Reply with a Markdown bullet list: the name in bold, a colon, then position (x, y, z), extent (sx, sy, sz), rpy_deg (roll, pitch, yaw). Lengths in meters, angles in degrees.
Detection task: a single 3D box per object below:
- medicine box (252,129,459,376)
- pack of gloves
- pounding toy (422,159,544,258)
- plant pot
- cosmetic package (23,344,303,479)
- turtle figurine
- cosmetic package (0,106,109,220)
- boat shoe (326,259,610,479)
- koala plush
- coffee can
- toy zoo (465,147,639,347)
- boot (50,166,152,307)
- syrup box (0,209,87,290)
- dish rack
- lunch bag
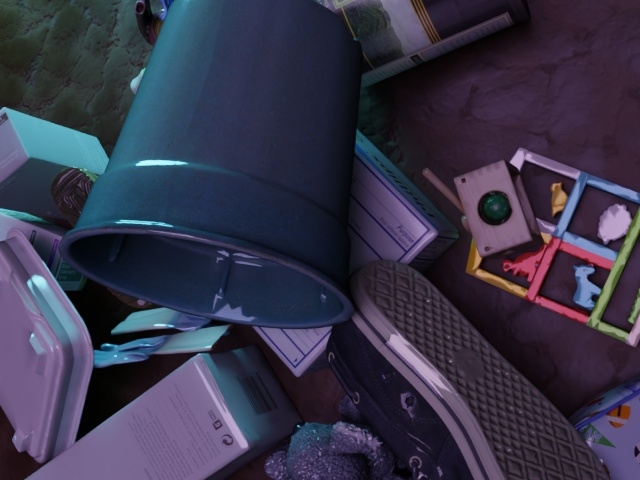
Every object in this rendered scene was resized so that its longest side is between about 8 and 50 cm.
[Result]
- **medicine box**: position (0.000, 0.000, 1.301), extent (0.289, 0.149, 0.263), rpy_deg (-47, 74, 13)
- **pack of gloves**: position (-0.222, 0.151, 1.368), extent (0.232, 0.195, 0.046), rpy_deg (-10, 107, 20)
- **pounding toy**: position (0.216, -0.044, 1.192), extent (0.100, 0.141, 0.130), rpy_deg (-21, 81, 20)
- **plant pot**: position (-0.098, -0.101, 1.087), extent (0.341, 0.341, 0.334), rpy_deg (5, 71, 21)
- **cosmetic package**: position (-0.242, 0.324, 1.348), extent (0.385, 0.217, 0.156), rpy_deg (-34, 77, 14)
- **turtle figurine**: position (-0.167, -0.272, 1.374), extent (0.197, 0.275, 0.266), rpy_deg (54, 130, 13)
- **cosmetic package**: position (-0.443, -0.114, 1.426), extent (0.127, 0.238, 0.107), rpy_deg (-36, 76, 17)
- **boat shoe**: position (0.178, 0.244, 1.078), extent (0.500, 0.187, 0.156), rpy_deg (50, 129, 24)
- **koala plush**: position (0.024, 0.307, 1.216), extent (0.196, 0.221, 0.203), rpy_deg (-39, 66, 2)
- **coffee can**: position (0.122, -0.341, 1.240), extent (0.275, 0.201, 0.201), rpy_deg (-21, 81, 19)
- **toy zoo**: position (0.329, -0.002, 1.239), extent (0.293, 0.030, 0.192), rpy_deg (24, 96, 20)
- **boot**: position (-0.250, -0.013, 1.334), extent (0.089, 0.269, 0.236), rpy_deg (-36, 80, 12)
- **syrup box**: position (-0.504, 0.006, 1.522), extent (0.237, 0.093, 0.096), rpy_deg (20, 95, 20)
- **dish rack**: position (-0.465, 0.177, 1.412), extent (0.285, 0.072, 0.332), rpy_deg (49, 134, 28)
- **lunch bag**: position (0.451, 0.315, 1.120), extent (0.243, 0.115, 0.303), rpy_deg (-29, 79, -6)
